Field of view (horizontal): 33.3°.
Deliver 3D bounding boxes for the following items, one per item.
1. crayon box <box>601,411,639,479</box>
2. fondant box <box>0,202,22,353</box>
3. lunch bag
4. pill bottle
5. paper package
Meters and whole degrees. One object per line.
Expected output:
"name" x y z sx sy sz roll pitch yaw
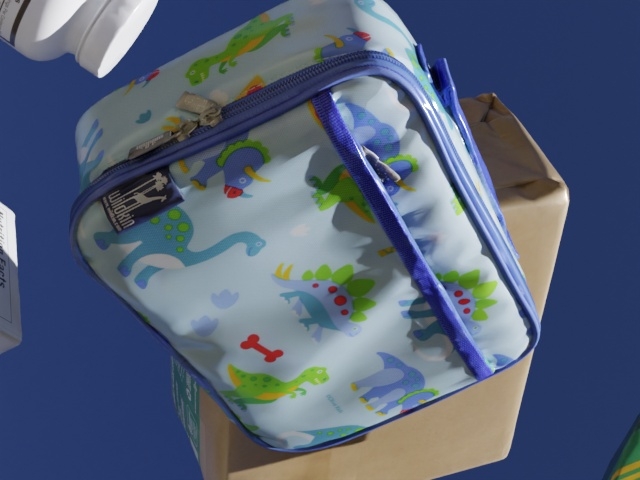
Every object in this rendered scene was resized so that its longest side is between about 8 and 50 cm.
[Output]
"crayon box" 0.275 0.272 0.771 0.202 0.318 0.081 29 -55 15
"fondant box" -0.337 -0.004 0.487 0.238 0.330 0.096 -26 -128 14
"lunch bag" 0.000 0.000 0.510 0.176 0.219 0.090 -23 -139 10
"pill bottle" -0.347 -0.327 1.199 0.323 0.181 0.181 35 -73 -6
"paper package" 0.027 0.063 0.943 0.168 0.309 0.325 -120 -154 -47
